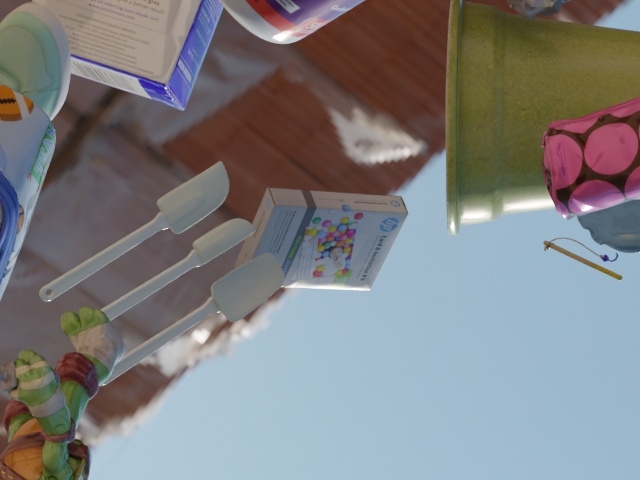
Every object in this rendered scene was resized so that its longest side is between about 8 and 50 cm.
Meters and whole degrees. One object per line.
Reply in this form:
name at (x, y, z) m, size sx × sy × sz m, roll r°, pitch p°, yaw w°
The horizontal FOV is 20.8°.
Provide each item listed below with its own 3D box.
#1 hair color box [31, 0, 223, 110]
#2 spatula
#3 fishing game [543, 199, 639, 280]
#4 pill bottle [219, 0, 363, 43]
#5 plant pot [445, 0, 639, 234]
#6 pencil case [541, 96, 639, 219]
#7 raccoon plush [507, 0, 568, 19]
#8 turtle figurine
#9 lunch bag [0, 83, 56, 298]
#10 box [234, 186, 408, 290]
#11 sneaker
hair color box at (-0.186, -0.338, 1.968) m, size 0.110 × 0.185 × 0.339 m, roll 57°, pitch 52°, yaw -77°
spatula at (-0.168, 0.046, 1.887) m, size 0.242 × 0.168 × 0.019 m, roll -34°, pitch -152°, yaw -13°
fishing game at (0.439, -0.056, 2.370) m, size 0.189 × 0.041 × 0.264 m, roll 23°, pitch -113°, yaw 39°
pill bottle at (0.040, -0.341, 1.735) m, size 0.323 × 0.181 × 0.181 m, roll -28°, pitch -153°, yaw 29°
plant pot at (0.272, -0.140, 1.966) m, size 0.276 × 0.253 × 0.276 m, roll 1°, pitch 90°, yaw -84°
pencil case at (0.301, -0.094, 1.592) m, size 0.209 × 0.098 × 0.095 m, roll -20°, pitch -172°, yaw 16°
raccoon plush at (0.157, -0.488, 1.842) m, size 0.216 × 0.299 × 0.446 m, roll -34°, pitch -123°, yaw 29°
turtle figurine at (-0.302, 0.157, 1.624) m, size 0.266 × 0.274 × 0.198 m, roll -71°, pitch 176°, yaw -60°
lunch bag at (-0.344, -0.060, 1.202) m, size 0.243 × 0.303 × 0.115 m, roll 120°, pitch -9°, yaw -50°
box at (0.000, 0.000, 2.223) m, size 0.038 × 0.186 × 0.145 m, roll -111°, pitch -145°, yaw -40°
sneaker at (-0.342, -0.113, 1.748) m, size 0.256 × 0.094 × 0.151 m, roll -59°, pitch 173°, yaw 28°
